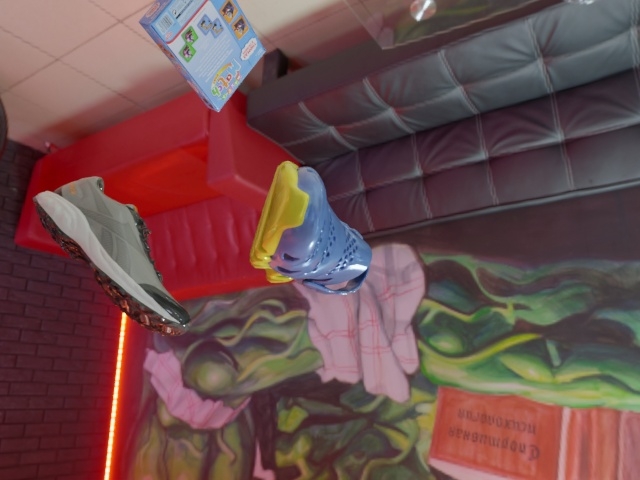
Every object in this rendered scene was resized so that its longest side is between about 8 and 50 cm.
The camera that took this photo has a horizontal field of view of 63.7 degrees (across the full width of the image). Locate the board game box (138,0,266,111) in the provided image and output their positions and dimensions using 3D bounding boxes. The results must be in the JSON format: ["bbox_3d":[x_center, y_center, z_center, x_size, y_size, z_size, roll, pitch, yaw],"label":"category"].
[{"bbox_3d":[-0.198,-0.359,0.913,0.039,0.160,0.211,27,166,32],"label":"board game box"}]

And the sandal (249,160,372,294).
[{"bbox_3d":[0.000,0.000,0.613,0.138,0.126,0.317,18,173,4],"label":"sandal"}]

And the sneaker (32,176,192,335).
[{"bbox_3d":[-0.261,0.015,0.688,0.108,0.271,0.100,-39,170,-29],"label":"sneaker"}]
